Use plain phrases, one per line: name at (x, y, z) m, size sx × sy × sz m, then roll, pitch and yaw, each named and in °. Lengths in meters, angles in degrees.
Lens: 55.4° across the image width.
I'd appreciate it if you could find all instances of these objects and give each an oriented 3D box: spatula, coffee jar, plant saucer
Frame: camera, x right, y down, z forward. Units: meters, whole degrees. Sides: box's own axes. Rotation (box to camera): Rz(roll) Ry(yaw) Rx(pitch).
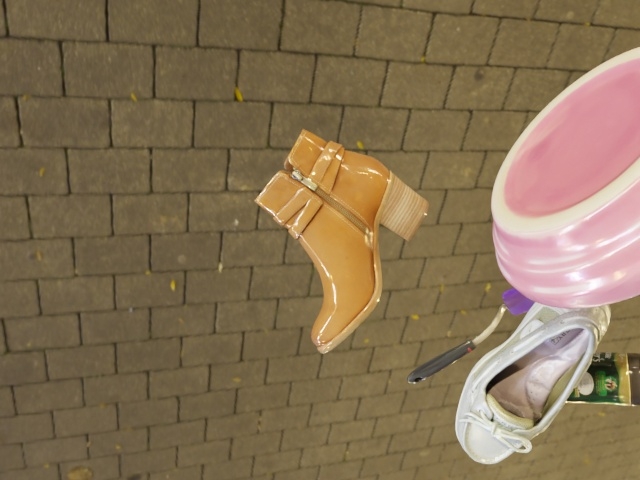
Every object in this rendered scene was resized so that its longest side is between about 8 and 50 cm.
spatula at (0.265, 0.149, 0.997) m, size 0.297 × 0.030 × 0.084 m, roll -37°, pitch 134°, yaw 5°
coffee jar at (0.422, 0.216, 0.960) m, size 0.185 × 0.078 × 0.096 m, roll -4°, pitch 175°, yaw 24°
plant saucer at (0.304, -0.085, 0.648) m, size 0.084 × 0.332 × 0.332 m, roll 36°, pitch 107°, yaw -16°

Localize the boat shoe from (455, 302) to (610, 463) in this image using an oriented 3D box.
boat shoe at (0.274, 0.199, 0.825) m, size 0.118 × 0.103 × 0.320 m, roll 33°, pitch 122°, yaw 10°

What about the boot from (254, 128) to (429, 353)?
boot at (0.000, 0.000, 0.879) m, size 0.220 × 0.109 × 0.283 m, roll 30°, pitch 95°, yaw -9°
